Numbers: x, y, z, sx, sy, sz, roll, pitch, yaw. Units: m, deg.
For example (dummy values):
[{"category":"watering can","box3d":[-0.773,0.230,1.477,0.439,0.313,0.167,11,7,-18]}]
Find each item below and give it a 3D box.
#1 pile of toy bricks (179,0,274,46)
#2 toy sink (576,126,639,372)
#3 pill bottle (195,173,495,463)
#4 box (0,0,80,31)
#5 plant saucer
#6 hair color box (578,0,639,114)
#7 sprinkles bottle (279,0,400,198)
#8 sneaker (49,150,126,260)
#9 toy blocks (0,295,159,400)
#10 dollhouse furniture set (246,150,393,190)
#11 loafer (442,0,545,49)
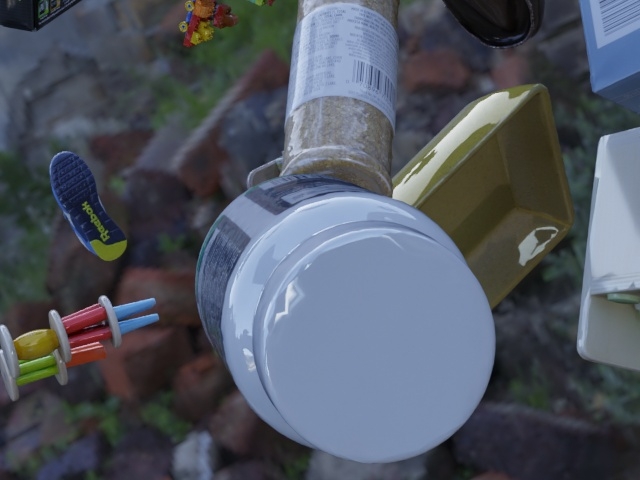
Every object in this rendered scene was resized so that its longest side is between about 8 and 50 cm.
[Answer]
[{"category":"pile of toy bricks","box3d":[-0.107,-0.354,2.278,0.105,0.212,0.118,26,26,14]},{"category":"toy sink","box3d":[0.365,0.014,1.691,0.153,0.234,0.131,14,-11,-25]},{"category":"pill bottle","box3d":[0.013,0.057,1.361,0.204,0.204,0.361,-27,10,-5]},{"category":"box","box3d":[-0.260,-0.323,1.662,0.045,0.184,0.190,13,28,14]},{"category":"plant saucer","box3d":[0.146,-0.007,1.981,0.333,0.333,0.081,-44,60,-11]},{"category":"hair color box","box3d":[0.431,-0.207,1.814,0.114,0.185,0.374,-24,-29,39]},{"category":"sprinkles bottle","box3d":[0.025,-0.182,1.810,0.121,0.121,0.355,-18,46,26]},{"category":"sneaker","box3d":[-0.290,-0.041,2.037,0.053,0.144,0.059,-30,15,-17]},{"category":"toy blocks","box3d":[-0.232,0.098,1.618,0.148,0.054,0.123,-16,-19,-17]},{"category":"dollhouse furniture set","box3d":[0.000,0.000,2.146,0.161,0.242,0.212,-27,10,-31]},{"category":"loafer","box3d":[0.167,-0.358,2.114,0.134,0.366,0.130,-9,48,32]}]
